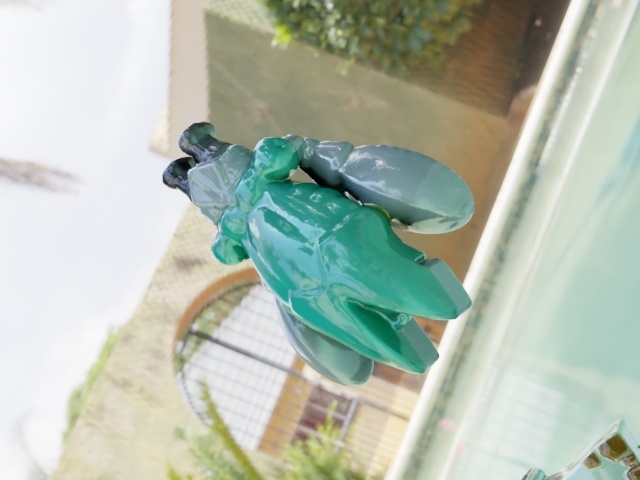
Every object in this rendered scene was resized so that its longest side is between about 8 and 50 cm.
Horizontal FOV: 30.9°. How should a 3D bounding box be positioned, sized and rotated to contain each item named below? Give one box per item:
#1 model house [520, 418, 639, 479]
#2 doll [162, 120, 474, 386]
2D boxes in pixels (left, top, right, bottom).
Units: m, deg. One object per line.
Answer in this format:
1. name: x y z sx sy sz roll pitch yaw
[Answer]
1. model house: 0.212 0.232 0.919 0.149 0.127 0.100 -37 -11 14
2. doll: 0.013 -0.012 0.910 0.195 0.258 0.153 -33 -2 33
